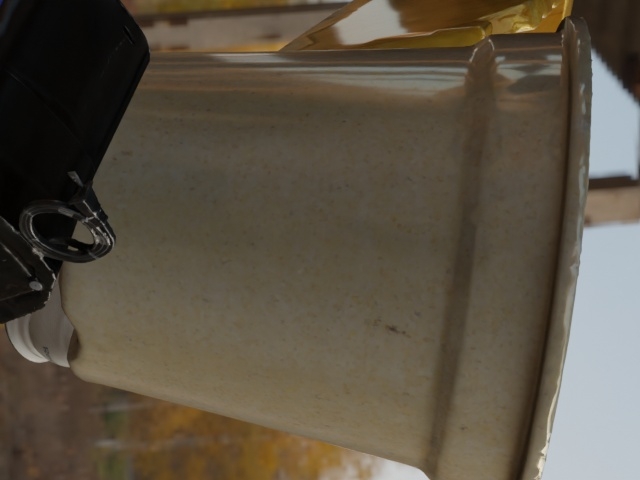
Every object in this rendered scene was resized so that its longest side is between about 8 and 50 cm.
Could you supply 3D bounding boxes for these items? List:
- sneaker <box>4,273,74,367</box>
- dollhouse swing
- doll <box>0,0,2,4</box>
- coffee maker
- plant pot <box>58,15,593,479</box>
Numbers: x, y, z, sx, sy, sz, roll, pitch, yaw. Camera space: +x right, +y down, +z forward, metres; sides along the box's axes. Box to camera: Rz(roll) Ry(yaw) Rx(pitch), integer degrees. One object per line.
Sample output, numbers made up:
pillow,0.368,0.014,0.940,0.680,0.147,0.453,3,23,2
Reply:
sneaker,-0.160,-0.001,1.429,0.129,0.111,0.297,20,-105,50
dollhouse swing,0.116,-0.091,1.544,0.347,0.315,0.305,-44,123,-59
doll,-0.114,-0.058,0.429,0.189,0.046,0.129,-80,175,-57
coffee maker,-0.151,-0.054,0.779,0.120,0.171,0.178,74,25,-48
plant pot,0.000,0.000,1.032,0.334,0.305,0.334,8,90,-88
